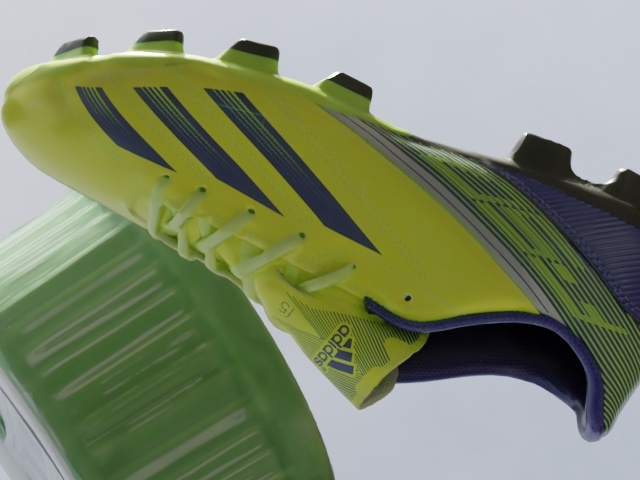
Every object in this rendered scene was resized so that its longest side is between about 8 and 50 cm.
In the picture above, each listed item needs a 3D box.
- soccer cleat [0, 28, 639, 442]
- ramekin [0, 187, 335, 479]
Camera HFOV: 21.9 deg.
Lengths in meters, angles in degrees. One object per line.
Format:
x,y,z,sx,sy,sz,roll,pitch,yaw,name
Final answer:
0.000,0.000,0.667,0.289,0.093,0.121,16,-103,3,soccer cleat
-0.135,0.113,1.122,0.148,0.303,0.303,-32,-87,-20,ramekin
